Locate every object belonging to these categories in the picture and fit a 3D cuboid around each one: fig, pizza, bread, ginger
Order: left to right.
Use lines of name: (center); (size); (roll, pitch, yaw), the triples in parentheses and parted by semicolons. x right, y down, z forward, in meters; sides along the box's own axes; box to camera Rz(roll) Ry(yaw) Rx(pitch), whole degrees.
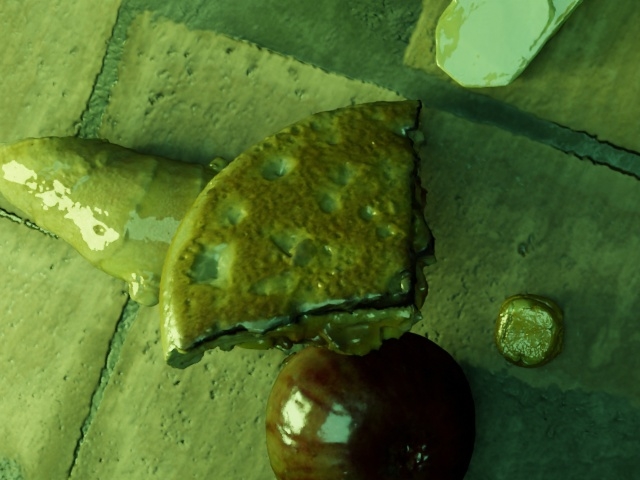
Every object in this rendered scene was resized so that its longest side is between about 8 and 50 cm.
ginger: (-0.218, -0.038, 1.890); (0.354, 0.126, 0.190); (23, 79, 15)
pizza: (0.000, 0.000, 1.756); (0.278, 0.114, 0.409); (28, 63, 18)
fig: (0.052, 0.204, 1.808); (0.235, 0.214, 0.235); (2, 80, -11)
bread: (0.226, 0.098, 1.831); (0.081, 0.046, 0.083); (-28, 88, 19)

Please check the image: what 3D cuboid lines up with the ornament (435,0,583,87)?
ornament: (0.203, -0.268, 1.793); (0.180, 0.059, 0.201); (-4, 101, 17)
